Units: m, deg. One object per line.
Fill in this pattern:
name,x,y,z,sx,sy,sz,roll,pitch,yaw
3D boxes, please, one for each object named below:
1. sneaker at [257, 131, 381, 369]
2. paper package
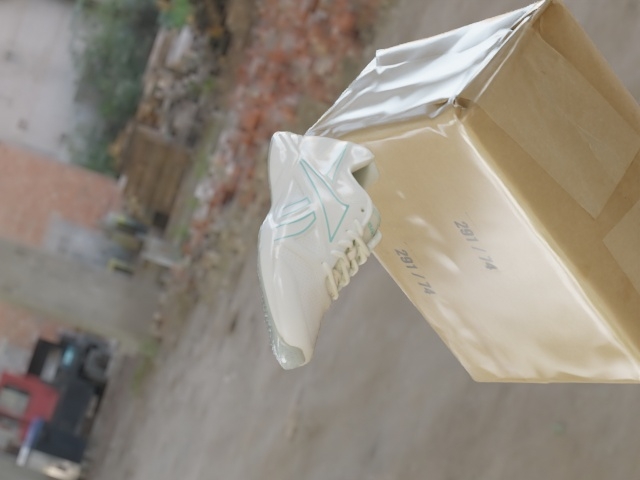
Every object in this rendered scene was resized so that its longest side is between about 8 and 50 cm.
sneaker,0.000,0.000,0.908,0.054,0.061,0.152,83,-171,-49
paper package,0.179,-0.036,1.626,0.168,0.325,0.309,-48,19,-23
